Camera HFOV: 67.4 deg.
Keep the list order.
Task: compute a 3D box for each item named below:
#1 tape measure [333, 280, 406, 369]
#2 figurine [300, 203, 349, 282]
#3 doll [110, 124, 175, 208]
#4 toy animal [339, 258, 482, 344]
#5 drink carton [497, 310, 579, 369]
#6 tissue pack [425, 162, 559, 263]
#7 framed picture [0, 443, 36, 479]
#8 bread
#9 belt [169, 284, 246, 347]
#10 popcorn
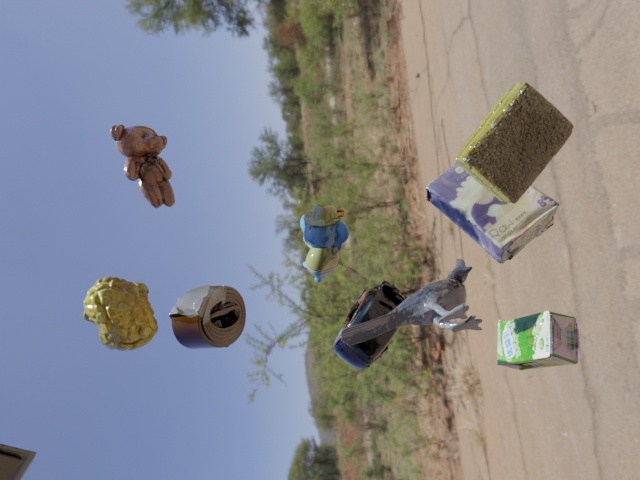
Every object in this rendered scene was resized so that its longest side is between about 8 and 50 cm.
[{"bbox_3d":[0.126,0.218,1.207,0.223,0.135,0.202,-51,-5,-46],"label":"tape measure"},{"bbox_3d":[-0.001,0.001,1.644,0.180,0.154,0.261,55,131,53],"label":"figurine"},{"bbox_3d":[-0.566,-0.264,1.627,0.303,0.156,0.201,62,-157,4],"label":"doll"},{"bbox_3d":[0.239,0.146,1.019,0.206,0.367,0.081,16,130,60],"label":"toy animal"},{"bbox_3d":[0.710,0.332,1.592,0.271,0.108,0.161,136,148,-62],"label":"drink carton"},{"bbox_3d":[0.541,-0.117,1.533,0.343,0.242,0.125,48,170,33],"label":"tissue pack"},{"bbox_3d":[-0.542,0.299,0.582,0.213,0.289,0.016,-109,42,-71],"label":"framed picture"},{"bbox_3d":[0.466,-0.232,1.162,0.234,0.184,0.110,-52,13,9],"label":"bread"},{"bbox_3d":[-0.375,0.262,1.657,0.339,0.122,0.217,10,-106,-73],"label":"belt"},{"bbox_3d":[-0.567,0.198,1.395,0.200,0.226,0.203,-60,-2,35],"label":"popcorn"}]
